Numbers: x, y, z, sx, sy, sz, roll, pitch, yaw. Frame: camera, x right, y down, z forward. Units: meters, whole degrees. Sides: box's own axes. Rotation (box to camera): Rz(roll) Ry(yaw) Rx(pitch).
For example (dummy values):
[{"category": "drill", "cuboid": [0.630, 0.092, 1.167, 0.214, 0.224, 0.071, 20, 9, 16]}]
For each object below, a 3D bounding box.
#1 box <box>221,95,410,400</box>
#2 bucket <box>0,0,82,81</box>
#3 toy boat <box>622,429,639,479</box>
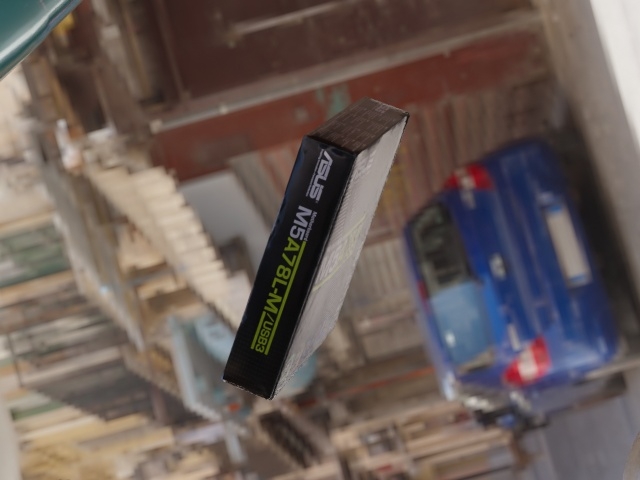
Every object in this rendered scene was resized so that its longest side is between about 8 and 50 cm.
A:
[{"category": "box", "cuboid": [0.000, 0.000, 1.173, 0.191, 0.045, 0.184, -41, -26, -72]}, {"category": "bucket", "cuboid": [-0.167, -0.190, 0.604, 0.281, 0.183, 0.281, 37, 172, 6]}, {"category": "toy boat", "cuboid": [0.268, 0.080, 0.783, 0.148, 0.267, 0.318, 49, -174, 9]}]
